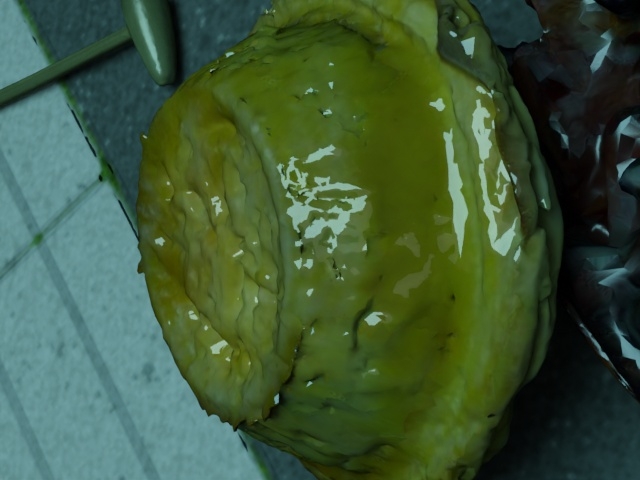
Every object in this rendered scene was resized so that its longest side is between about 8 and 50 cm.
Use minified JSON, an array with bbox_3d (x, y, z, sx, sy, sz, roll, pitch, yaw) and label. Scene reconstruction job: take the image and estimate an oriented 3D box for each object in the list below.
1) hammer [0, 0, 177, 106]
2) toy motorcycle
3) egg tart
[{"bbox_3d":[-0.166,-0.094,1.046,0.195,0.028,0.060,-21,75,32],"label":"hammer"},{"bbox_3d":[0.148,-0.066,0.758,0.207,0.134,0.401,-47,60,16],"label":"toy motorcycle"},{"bbox_3d":[0.000,0.000,0.784,0.288,0.118,0.288,16,109,57],"label":"egg tart"}]
